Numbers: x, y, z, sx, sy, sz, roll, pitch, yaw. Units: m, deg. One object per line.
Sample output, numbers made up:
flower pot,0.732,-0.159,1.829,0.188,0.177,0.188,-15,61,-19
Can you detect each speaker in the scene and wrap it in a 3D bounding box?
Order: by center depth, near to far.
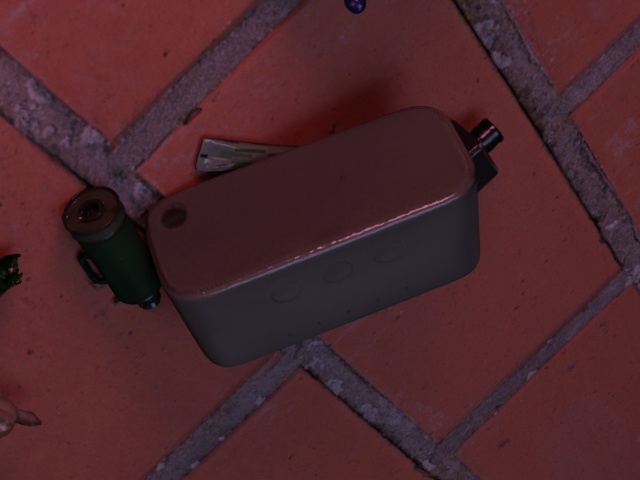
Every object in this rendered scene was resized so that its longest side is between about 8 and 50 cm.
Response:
speaker,0.000,0.000,1.710,0.406,0.183,0.184,-21,139,-4

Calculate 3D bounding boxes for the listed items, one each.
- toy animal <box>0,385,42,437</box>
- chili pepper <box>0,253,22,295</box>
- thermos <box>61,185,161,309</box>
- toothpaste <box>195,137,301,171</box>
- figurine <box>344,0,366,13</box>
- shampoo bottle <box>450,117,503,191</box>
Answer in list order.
toy animal,-0.461,0.253,1.668,0.185,0.104,0.184,-48,137,0
chili pepper,-0.442,0.088,1.574,0.224,0.061,0.098,-46,159,-3
thermos,-0.249,0.023,1.659,0.083,0.073,0.188,-36,138,-10
toothpaste,-0.069,-0.107,1.724,0.197,0.029,0.048,-1,124,-34
figurine,0.109,-0.429,1.449,0.382,0.186,0.261,-46,164,23
shampoo bottle,0.153,-0.074,1.883,0.246,0.079,0.080,-42,140,0
